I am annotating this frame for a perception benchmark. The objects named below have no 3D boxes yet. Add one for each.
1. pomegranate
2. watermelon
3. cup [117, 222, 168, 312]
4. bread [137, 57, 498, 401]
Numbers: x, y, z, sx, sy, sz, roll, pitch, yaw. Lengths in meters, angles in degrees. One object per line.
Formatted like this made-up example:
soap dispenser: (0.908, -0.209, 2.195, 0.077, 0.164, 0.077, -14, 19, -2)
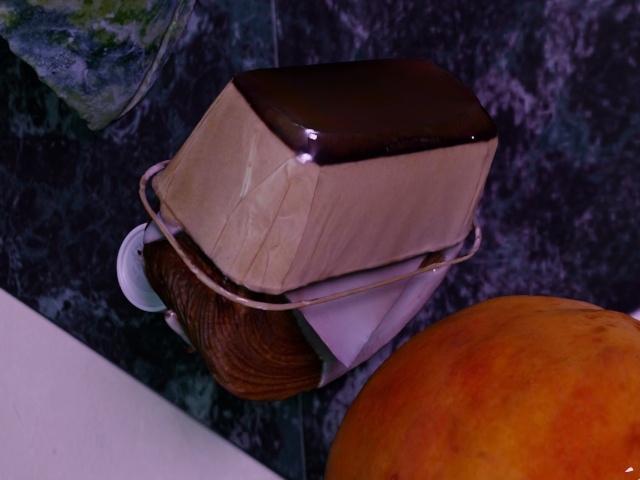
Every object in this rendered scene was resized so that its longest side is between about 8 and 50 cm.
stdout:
pomegranate: (0.117, 0.165, 0.538, 0.252, 0.229, 0.270, 29, 95, 38)
watermelon: (-0.218, -0.249, 0.805, 0.193, 0.231, 0.310, -29, 120, 29)
cup: (-0.076, 0.008, 0.751, 0.104, 0.116, 0.074, -44, 69, 20)
bread: (0.000, 0.000, 0.634, 0.142, 0.224, 0.211, 47, 131, 31)
